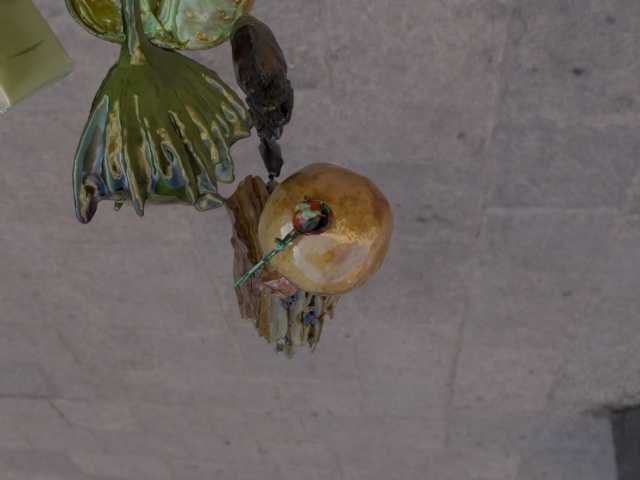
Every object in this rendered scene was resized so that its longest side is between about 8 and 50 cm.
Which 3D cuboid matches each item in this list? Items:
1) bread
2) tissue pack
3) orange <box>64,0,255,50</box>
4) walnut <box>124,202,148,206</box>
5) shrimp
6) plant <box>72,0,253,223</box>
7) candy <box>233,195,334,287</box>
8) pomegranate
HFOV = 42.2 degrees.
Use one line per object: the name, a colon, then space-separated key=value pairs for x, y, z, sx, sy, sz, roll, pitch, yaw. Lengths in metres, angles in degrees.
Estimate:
bread: x=-0.065 y=0.074 z=1.615 sx=0.191 sy=0.314 sz=0.370 roll=-12 pitch=136 yaw=-14
tissue pack: x=-0.517 y=-0.287 z=1.314 sx=0.125 sy=0.234 sz=0.159 roll=-25 pitch=109 yaw=22
orange: x=-0.256 y=-0.440 z=1.340 sx=0.334 sy=0.263 sz=0.196 roll=2 pitch=-174 yaw=0
walnut: x=-0.375 y=-0.170 z=1.707 sx=0.213 sy=0.213 sz=0.213 roll=4 pitch=145 yaw=3
shrimp: x=-0.076 y=-0.184 z=1.164 sx=0.071 sy=0.365 sz=0.233 roll=-11 pitch=123 yaw=-6
plant: x=-0.205 y=-0.180 z=0.839 sx=0.180 sy=0.251 sz=0.334 roll=-12 pitch=126 yaw=16
candy: x=-0.055 y=0.008 z=1.121 sx=0.055 sy=0.049 sz=0.184 roll=35 pitch=117 yaw=-30
pomegranate: x=0.011 y=-0.013 z=1.217 sx=0.207 sy=0.207 sz=0.207 roll=4 pitch=145 yaw=3
